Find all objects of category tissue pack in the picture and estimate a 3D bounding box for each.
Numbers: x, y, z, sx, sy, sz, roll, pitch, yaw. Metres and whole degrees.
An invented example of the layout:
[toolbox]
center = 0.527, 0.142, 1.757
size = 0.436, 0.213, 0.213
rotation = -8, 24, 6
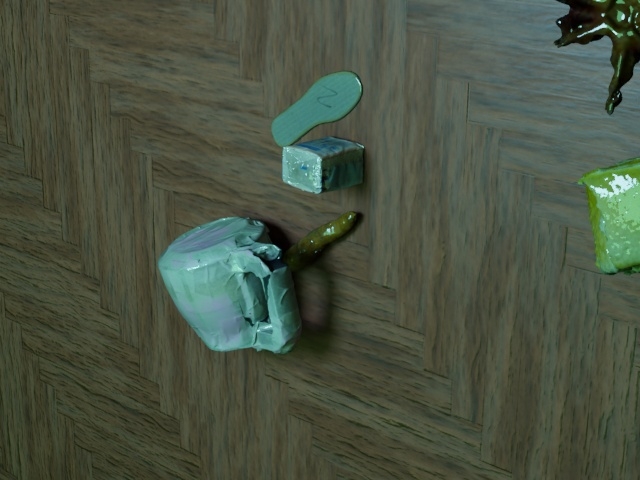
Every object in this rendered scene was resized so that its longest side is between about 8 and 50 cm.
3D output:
[tissue pack]
center = 0.003, -0.101, 1.581
size = 0.074, 0.094, 0.059
rotation = 20, 115, 36

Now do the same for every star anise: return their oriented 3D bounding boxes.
[star anise]
center = 0.337, -0.271, 1.188
size = 0.237, 0.148, 0.346
rotation = -21, 85, 23

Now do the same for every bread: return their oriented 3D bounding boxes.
[bread]
center = 0.381, -0.041, 1.184
size = 0.257, 0.186, 0.124
rotation = -19, 86, 37

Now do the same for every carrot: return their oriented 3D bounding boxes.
[carrot]
center = -0.001, -0.001, 1.661
size = 0.165, 0.035, 0.036
rotation = -39, 76, 41

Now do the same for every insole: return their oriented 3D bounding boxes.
[insole]
center = -0.008, -0.179, 1.631
size = 0.188, 0.004, 0.064
rotation = -29, 81, 44

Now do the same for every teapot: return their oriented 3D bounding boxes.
[teapot]
center = -0.107, 0.066, 1.710
size = 0.221, 0.163, 0.178
rotation = -8, 113, 28
